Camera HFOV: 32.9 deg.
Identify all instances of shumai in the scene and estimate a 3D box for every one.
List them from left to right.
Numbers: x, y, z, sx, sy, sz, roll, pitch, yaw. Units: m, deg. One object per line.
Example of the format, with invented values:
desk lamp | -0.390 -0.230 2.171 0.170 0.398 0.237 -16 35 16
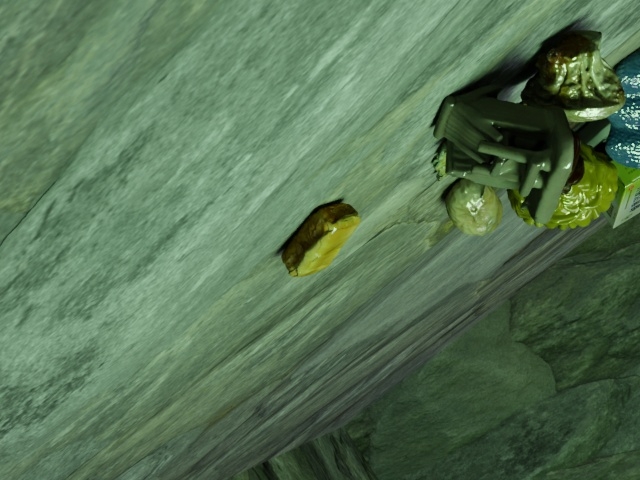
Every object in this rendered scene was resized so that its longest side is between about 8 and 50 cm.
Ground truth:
shumai | 0.349 -0.230 1.480 0.145 0.145 0.116 -26 126 -31

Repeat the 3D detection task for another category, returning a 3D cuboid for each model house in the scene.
model house | 0.243 -0.123 1.462 0.229 0.188 0.122 88 21 -69

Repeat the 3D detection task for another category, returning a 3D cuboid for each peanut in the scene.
peanut | 0.268 -0.057 1.887 0.099 0.099 0.214 -37 171 8

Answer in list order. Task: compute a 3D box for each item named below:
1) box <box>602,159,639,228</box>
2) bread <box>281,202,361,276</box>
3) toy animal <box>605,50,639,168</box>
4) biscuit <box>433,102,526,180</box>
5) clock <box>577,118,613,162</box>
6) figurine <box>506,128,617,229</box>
box | 0.622 -0.126 2.055 0.175 0.062 0.260 -31 162 0
bread | 0.000 0.000 1.530 0.074 0.053 0.132 -19 157 -47
toy animal | 0.537 -0.217 1.824 0.255 0.239 0.176 3 -150 17
biscuit | 0.244 -0.150 1.659 0.203 0.016 0.144 -28 164 -27
clock | 0.556 -0.180 2.090 0.231 0.116 0.262 -10 151 -47
figurine | 0.379 -0.126 1.782 0.168 0.187 0.315 -71 159 -5
